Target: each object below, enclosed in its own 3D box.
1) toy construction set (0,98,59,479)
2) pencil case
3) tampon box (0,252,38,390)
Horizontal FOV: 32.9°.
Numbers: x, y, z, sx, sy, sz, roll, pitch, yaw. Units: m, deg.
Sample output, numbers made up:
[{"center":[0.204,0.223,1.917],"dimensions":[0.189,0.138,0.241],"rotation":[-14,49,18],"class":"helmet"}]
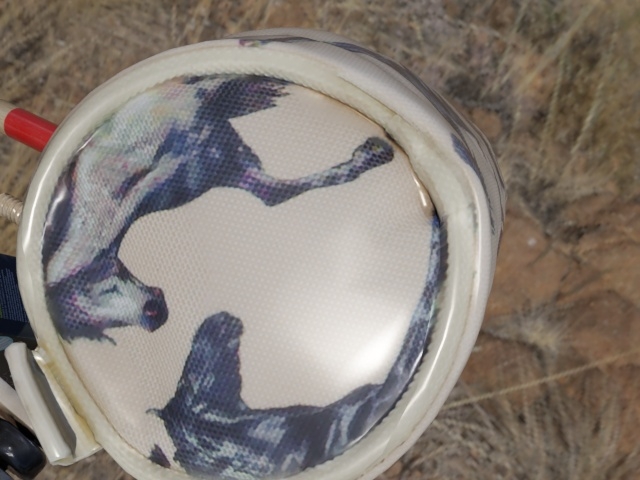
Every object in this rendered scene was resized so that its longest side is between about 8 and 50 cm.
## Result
[{"center":[-0.306,0.031,0.807],"dimensions":[0.237,0.257,0.309],"rotation":[26,83,29],"class":"toy construction set"},{"center":[0.000,0.000,0.530],"dimensions":[0.160,0.183,0.410],"rotation":[49,10,3],"class":"pencil case"},{"center":[-0.337,0.093,1.194],"dimensions":[0.161,0.120,0.102],"rotation":[18,47,-51],"class":"tampon box"}]
